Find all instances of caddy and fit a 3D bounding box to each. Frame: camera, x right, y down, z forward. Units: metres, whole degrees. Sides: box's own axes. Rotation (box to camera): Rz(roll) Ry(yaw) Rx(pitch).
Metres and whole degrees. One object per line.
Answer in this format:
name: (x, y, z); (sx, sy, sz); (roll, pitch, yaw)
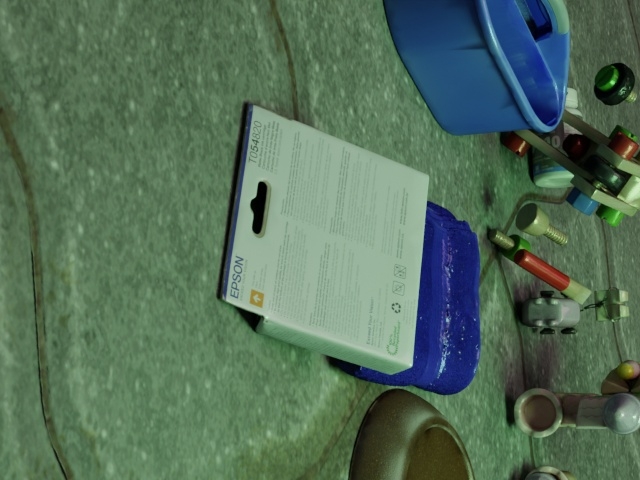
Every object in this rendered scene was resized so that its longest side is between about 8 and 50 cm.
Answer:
caddy: (0.219, -0.281, 2.006); (0.341, 0.179, 0.241); (54, 37, -45)

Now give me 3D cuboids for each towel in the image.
towel: (0.105, 0.052, 1.802); (0.308, 0.076, 0.227); (17, 67, -62)

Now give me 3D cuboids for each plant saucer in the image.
plant saucer: (0.117, 0.320, 1.793); (0.310, 0.050, 0.310); (-7, 90, -65)

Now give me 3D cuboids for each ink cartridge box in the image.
ink cartridge box: (0.000, 0.000, 1.588); (0.224, 0.045, 0.223); (22, 61, -27)

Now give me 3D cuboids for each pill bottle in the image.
pill bottle: (0.347, -0.151, 2.350); (0.078, 0.078, 0.137); (18, 67, -62)

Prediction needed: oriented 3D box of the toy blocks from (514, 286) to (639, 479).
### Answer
toy blocks: (0.393, 0.209, 2.108); (0.260, 0.289, 0.309); (12, 76, -68)

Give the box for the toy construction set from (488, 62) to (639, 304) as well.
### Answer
toy construction set: (0.388, -0.059, 2.190); (0.237, 0.257, 0.308); (31, 76, -32)
